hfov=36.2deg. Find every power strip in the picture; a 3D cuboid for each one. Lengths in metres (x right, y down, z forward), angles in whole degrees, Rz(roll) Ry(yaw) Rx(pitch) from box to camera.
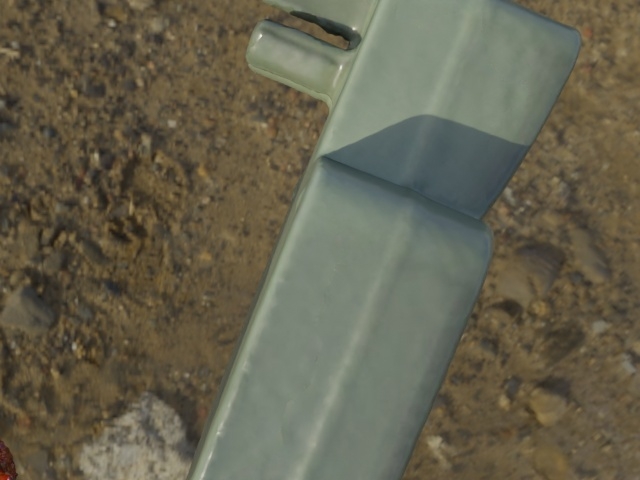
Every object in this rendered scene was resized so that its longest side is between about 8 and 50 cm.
[{"bbox_3d":[0.000,0.000,0.456,0.141,0.229,0.261,22,93,-2],"label":"power strip"}]

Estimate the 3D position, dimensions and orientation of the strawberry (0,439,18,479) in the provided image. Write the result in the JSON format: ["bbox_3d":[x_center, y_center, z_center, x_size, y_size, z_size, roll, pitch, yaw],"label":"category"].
[{"bbox_3d":[-0.387,0.245,1.013,0.145,0.145,0.086,-14,35,-22],"label":"strawberry"}]
